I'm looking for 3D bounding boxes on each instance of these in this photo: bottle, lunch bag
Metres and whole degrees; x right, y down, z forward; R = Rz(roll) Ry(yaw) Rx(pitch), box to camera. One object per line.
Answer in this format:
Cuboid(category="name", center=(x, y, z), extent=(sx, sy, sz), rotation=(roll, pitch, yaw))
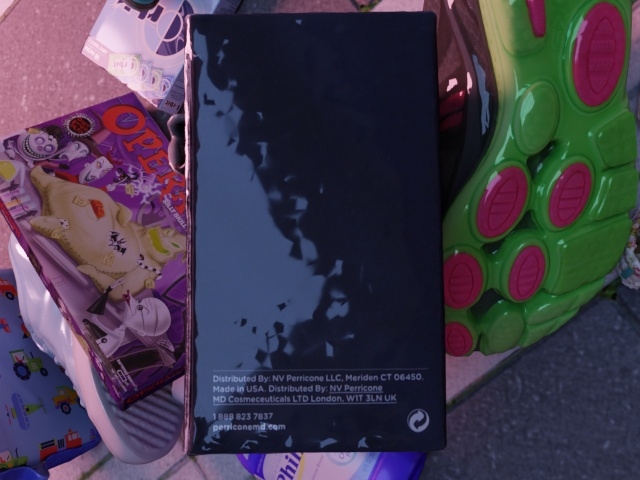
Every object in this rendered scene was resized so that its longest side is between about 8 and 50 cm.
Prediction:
Cuboid(category="bottle", center=(-0.032, 0.206, 0.761), extent=(0.283, 0.092, 0.118), rotation=(25, 94, 22))
Cuboid(category="lunch bag", center=(-0.407, 0.176, 0.850), extent=(0.293, 0.221, 0.138), rotation=(46, 105, 18))

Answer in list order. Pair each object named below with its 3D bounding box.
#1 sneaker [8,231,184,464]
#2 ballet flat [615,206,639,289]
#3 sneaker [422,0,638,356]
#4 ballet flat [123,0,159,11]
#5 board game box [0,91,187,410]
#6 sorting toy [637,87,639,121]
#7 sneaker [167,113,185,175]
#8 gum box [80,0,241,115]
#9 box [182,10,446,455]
Cuboid(category="sneaker", center=(-0.283, 0.110, 0.863), extent=(0.150, 0.135, 0.366), rotation=(-38, 66, 33))
Cuboid(category="ballet flat", center=(0.358, -0.047, 0.619), extent=(0.091, 0.077, 0.241), rotation=(42, 102, 20))
Cuboid(category="sneaker", center=(0.180, -0.118, 0.661), extent=(0.185, 0.202, 0.482), rotation=(3, 105, -8))
Cuboid(category="ballet flat", center=(-0.240, -0.361, 0.856), extent=(0.068, 0.072, 0.213), rotation=(-27, 72, 50))
Cuboid(category="board game box", center=(-0.221, -0.006, 0.806), extent=(0.347, 0.208, 0.056), rotation=(52, 146, 16))
Cuboid(category="sorting toy", center=(0.330, -0.121, 0.658), extent=(0.062, 0.012, 0.083), rotation=(8, 70, 19))
Cuboid(category="sneaker", center=(-0.100, -0.054, 0.780), extent=(0.086, 0.132, 0.228), rotation=(-45, 72, 15))
Cuboid(category="gum box", center=(-0.199, -0.276, 0.882), extent=(0.157, 0.041, 0.184), rotation=(36, 100, 21))
Cuboid(category="box", center=(0.000, 0.000, 0.594), extent=(0.183, 0.296, 0.294), rotation=(-2, 87, 1))
